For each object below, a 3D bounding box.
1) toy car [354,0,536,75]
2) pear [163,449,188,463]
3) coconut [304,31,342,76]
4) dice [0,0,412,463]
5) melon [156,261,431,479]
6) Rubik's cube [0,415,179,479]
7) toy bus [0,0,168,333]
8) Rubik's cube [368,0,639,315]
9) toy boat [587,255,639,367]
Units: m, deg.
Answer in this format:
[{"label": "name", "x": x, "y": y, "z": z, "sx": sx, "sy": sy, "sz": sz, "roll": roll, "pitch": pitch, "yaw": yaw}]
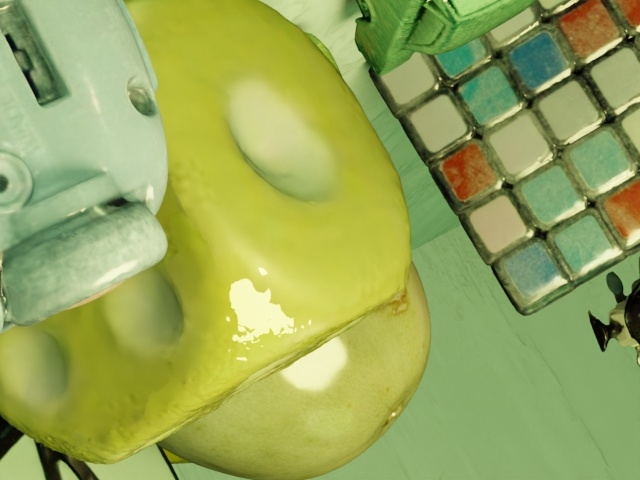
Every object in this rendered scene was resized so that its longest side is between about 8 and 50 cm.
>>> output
[{"label": "toy car", "x": 0.107, "y": -0.200, "z": 1.076, "sx": 0.141, "sy": 0.097, "sz": 0.321, "roll": -30, "pitch": 174, "yaw": -8}, {"label": "pear", "x": -0.133, "y": 0.097, "z": 1.543, "sx": 0.307, "sy": 0.253, "sz": 0.253, "roll": -7, "pitch": 168, "yaw": -13}, {"label": "coconut", "x": -0.022, "y": -0.120, "z": 1.196, "sx": 0.096, "sy": 0.088, "sz": 0.088, "roll": -20, "pitch": 170, "yaw": -29}, {"label": "dice", "x": -0.102, "y": -0.009, "z": 0.986, "sx": 0.233, "sy": 0.238, "sz": 0.227, "roll": -35, "pitch": 172, "yaw": 32}, {"label": "melon", "x": -0.074, "y": 0.049, "z": 1.255, "sx": 0.268, "sy": 0.330, "sz": 0.268, "roll": -50, "pitch": 166, "yaw": -17}, {"label": "Rubik's cube", "x": -0.337, "y": 0.194, "z": 1.283, "sx": 0.283, "sy": 0.293, "sz": 0.288, "roll": -35, "pitch": 170, "yaw": 29}, {"label": "toy bus", "x": -0.219, "y": -0.024, "z": 0.641, "sx": 0.294, "sy": 0.197, "sz": 0.232, "roll": -29, "pitch": -176, "yaw": -25}, {"label": "Rubik's cube", "x": 0.259, "y": -0.119, "z": 1.525, "sx": 0.292, "sy": 0.287, "sz": 0.293, "roll": -33, "pitch": 174, "yaw": 14}, {"label": "toy boat", "x": 0.335, "y": 0.069, "z": 1.463, "sx": 0.141, "sy": 0.141, "sz": 0.269, "roll": -30, "pitch": 176, "yaw": -5}]
